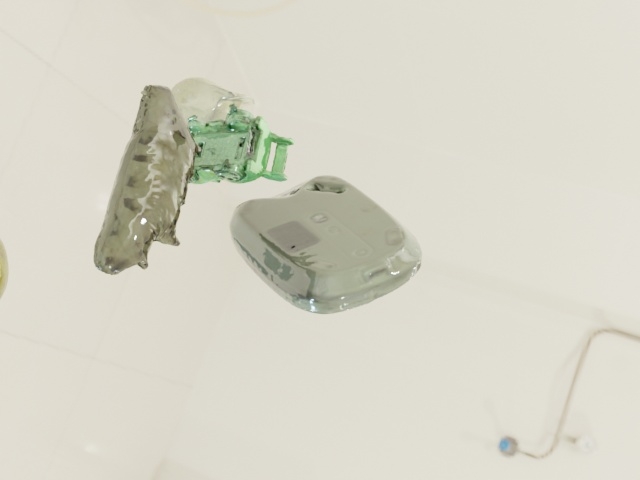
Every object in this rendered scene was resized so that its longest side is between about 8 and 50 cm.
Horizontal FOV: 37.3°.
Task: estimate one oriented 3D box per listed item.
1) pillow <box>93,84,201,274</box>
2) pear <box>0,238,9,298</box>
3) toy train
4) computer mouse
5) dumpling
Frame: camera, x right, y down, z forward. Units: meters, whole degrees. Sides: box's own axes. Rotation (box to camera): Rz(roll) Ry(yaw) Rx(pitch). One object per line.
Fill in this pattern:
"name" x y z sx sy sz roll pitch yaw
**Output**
"pillow" -0.185 -0.064 1.069 0.093 0.051 0.241 26 61 -32
"pear" -0.631 0.048 1.622 0.200 0.200 0.200 -44 143 -47
"toy train" -0.119 -0.112 1.226 0.081 0.149 0.099 37 55 -50
"computer mouse" 0.002 0.006 1.242 0.197 0.331 0.095 -23 121 -14
"dumpling" -0.247 -0.271 2.001 0.216 0.126 0.166 -40 161 16
